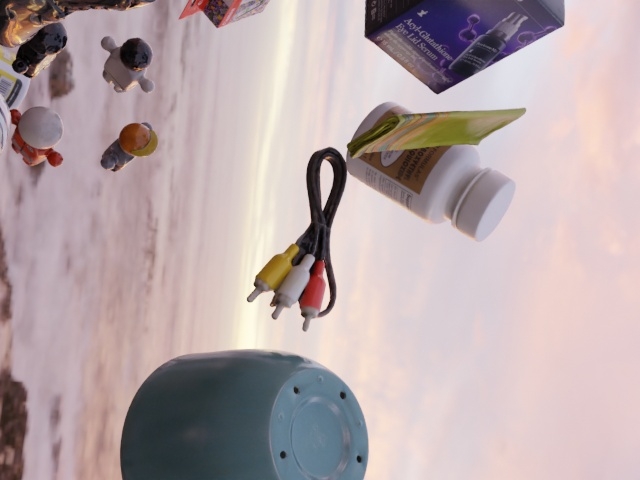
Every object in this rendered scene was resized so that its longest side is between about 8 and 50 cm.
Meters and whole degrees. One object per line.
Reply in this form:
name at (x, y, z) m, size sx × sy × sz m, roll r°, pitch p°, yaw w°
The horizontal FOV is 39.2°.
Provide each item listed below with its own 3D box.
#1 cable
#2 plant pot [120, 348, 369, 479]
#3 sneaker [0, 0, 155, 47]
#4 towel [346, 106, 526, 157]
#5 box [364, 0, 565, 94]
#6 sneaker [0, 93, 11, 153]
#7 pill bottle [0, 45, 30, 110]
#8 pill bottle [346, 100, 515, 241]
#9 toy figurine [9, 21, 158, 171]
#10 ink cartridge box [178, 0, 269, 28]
cable at (0.000, 0.000, 1.344) m, size 0.072 × 0.139 × 0.287 m, roll -11°, pitch -129°, yaw 65°
plant pot at (-0.080, 0.277, 1.204) m, size 0.235 × 0.293 × 0.293 m, roll -19°, pitch -121°, yaw 42°
sneaker at (-0.227, -0.252, 0.865) m, size 0.283 × 0.124 × 0.107 m, roll -35°, pitch -166°, yaw 40°
towel at (0.151, -0.138, 1.140) m, size 0.102 × 0.237 × 0.021 m, roll -26°, pitch -103°, yaw 51°
box at (0.182, -0.304, 1.148) m, size 0.207 × 0.153 × 0.108 m, roll -25°, pitch -132°, yaw 39°
sneaker at (-0.414, -0.024, 0.779) m, size 0.126 × 0.321 × 0.127 m, roll 46°, pitch 22°, yaw -30°
pill bottle at (-0.575, -0.281, 1.414) m, size 0.119 × 0.208 × 0.119 m, roll -21°, pitch -125°, yaw 34°
pill bottle at (0.162, -0.098, 1.321) m, size 0.131 × 0.229 × 0.131 m, roll -43°, pitch 153°, yaw -28°
toy figurine at (-0.341, -0.208, 1.306) m, size 0.148 × 0.209 × 0.213 m, roll -22°, pitch -115°, yaw 62°
ink cartridge box at (-0.093, -0.260, 0.961) m, size 0.115 × 0.029 × 0.063 m, roll -35°, pitch 173°, yaw -44°
